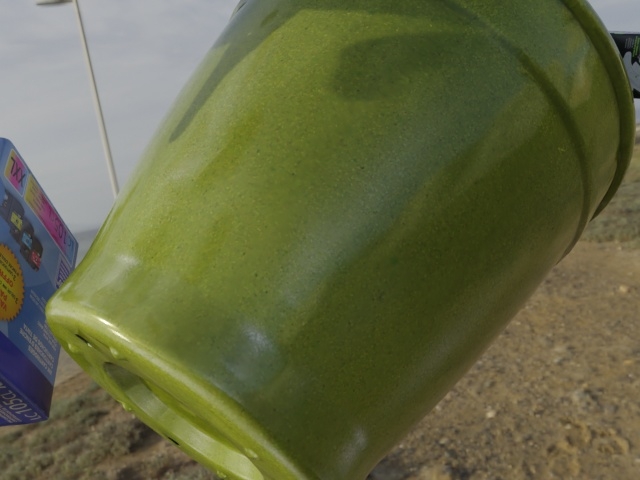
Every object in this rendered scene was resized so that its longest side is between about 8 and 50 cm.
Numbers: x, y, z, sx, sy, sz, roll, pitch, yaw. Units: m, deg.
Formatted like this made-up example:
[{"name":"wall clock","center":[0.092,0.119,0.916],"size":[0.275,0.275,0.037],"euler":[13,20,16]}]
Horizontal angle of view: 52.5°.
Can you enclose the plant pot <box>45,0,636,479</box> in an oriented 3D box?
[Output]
[{"name":"plant pot","center":[0.000,0.000,0.507],"size":[0.366,0.366,0.353],"euler":[-5,41,51]}]

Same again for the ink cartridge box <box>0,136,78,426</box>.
[{"name":"ink cartridge box","center":[-0.488,0.089,0.921],"size":[0.151,0.395,0.270],"euler":[-8,-38,3]}]

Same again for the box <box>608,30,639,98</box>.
[{"name":"box","center":[0.265,-0.145,0.533],"size":[0.083,0.052,0.062],"euler":[12,23,26]}]
